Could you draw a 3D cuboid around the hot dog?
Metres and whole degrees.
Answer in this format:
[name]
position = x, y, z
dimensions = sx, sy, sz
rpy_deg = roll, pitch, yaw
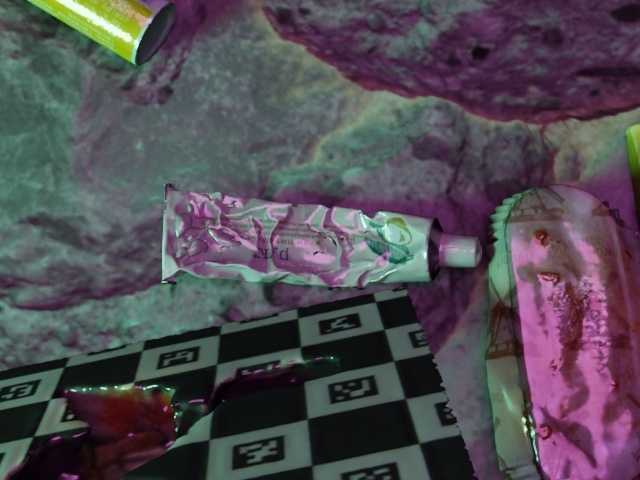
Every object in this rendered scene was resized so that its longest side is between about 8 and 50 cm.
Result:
[hot dog]
position = 0.199, 0.084, 0.875
dimensions = 0.144, 0.075, 0.267
rpy_deg = 1, 75, -6

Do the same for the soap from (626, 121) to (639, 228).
[soap]
position = 0.312, 0.019, 0.909
dimensions = 0.092, 0.037, 0.251
rpy_deg = -5, 78, -3

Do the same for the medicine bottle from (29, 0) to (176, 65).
[medicine bottle]
position = -0.228, -0.225, 0.930
dimensions = 0.218, 0.074, 0.074
rpy_deg = 32, 79, 4

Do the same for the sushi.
[sushi]
position = -0.091, 0.146, 0.737
dimensions = 0.359, 0.343, 0.064
rpy_deg = -13, 106, 0

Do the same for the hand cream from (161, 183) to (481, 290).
[hand cream]
position = 0.000, 0.001, 0.901
dimensions = 0.257, 0.050, 0.084
rpy_deg = 2, 74, 2
